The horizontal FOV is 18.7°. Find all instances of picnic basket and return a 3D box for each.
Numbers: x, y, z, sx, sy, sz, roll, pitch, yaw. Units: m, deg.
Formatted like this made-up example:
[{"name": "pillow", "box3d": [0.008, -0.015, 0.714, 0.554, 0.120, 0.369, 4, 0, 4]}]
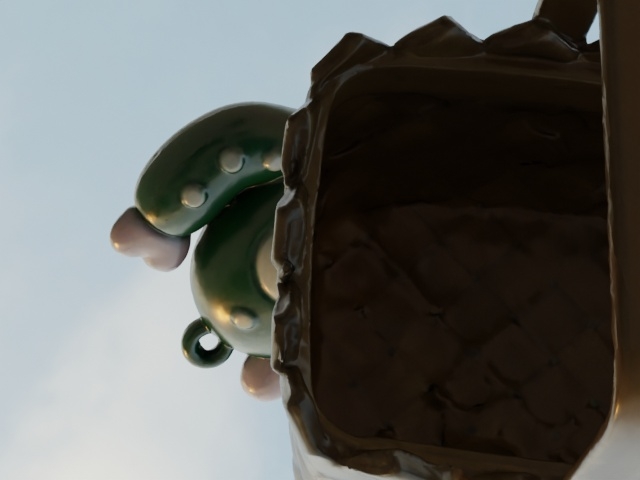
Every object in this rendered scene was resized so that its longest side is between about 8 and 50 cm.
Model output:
[{"name": "picnic basket", "box3d": [0.122, 0.011, 0.925, 0.291, 0.321, 0.254, 4, -114, -3]}]

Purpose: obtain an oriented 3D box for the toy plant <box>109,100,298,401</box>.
[{"name": "toy plant", "box3d": [-0.004, -0.002, 1.295, 0.243, 0.232, 0.112, -26, -150, -4]}]
